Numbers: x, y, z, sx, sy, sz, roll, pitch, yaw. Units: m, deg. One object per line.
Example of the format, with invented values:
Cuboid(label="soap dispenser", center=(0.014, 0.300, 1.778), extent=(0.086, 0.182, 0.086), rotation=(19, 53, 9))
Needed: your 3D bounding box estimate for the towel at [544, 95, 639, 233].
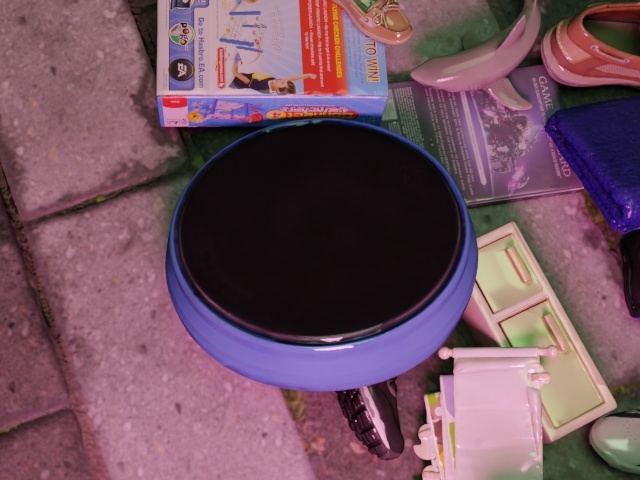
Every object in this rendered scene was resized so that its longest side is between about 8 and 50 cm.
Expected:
Cuboid(label="towel", center=(0.488, -0.115, 1.354), extent=(0.308, 0.076, 0.227), rotation=(-10, 45, -14))

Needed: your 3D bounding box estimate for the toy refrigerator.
Cuboid(label="toy refrigerator", center=(0.264, 0.121, 1.288), extent=(0.102, 0.094, 0.269), rotation=(-24, 77, -12))

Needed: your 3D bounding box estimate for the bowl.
Cuboid(label="bowl", center=(0.000, 0.000, 1.227), extent=(0.391, 0.077, 0.391), rotation=(-2, 51, 2))

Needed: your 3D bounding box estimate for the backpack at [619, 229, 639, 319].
Cuboid(label="backpack", center=(0.463, 0.049, 1.327), extent=(0.101, 0.098, 0.120), rotation=(8, 72, -6))

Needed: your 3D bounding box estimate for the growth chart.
Cuboid(label="growth chart", center=(0.201, 0.242, 1.230), extent=(0.172, 0.021, 0.237), rotation=(3, 87, 20))

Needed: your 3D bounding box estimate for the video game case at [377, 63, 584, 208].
Cuboid(label="video game case", center=(0.216, -0.143, 1.397), extent=(0.274, 0.026, 0.196), rotation=(-8, 75, -9))

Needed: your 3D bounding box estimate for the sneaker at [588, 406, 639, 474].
Cuboid(label="sneaker", center=(0.461, 0.222, 1.228), extent=(0.235, 0.153, 0.094), rotation=(6, 52, 8))

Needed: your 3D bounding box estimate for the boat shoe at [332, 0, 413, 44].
Cuboid(label="boat shoe", center=(0.060, -0.318, 1.311), extent=(0.056, 0.048, 0.153), rotation=(-41, 77, -19))

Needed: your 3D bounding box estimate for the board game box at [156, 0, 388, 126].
Cuboid(label="board game box", center=(-0.071, -0.308, 1.368), extent=(0.302, 0.086, 0.308), rotation=(0, 68, -6))

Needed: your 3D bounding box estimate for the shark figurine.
Cuboid(label="shark figurine", center=(0.267, -0.302, 1.387), extent=(0.166, 0.116, 0.278), rotation=(31, 69, 8))

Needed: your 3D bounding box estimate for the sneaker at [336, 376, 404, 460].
Cuboid(label="sneaker", center=(0.069, 0.131, 1.262), extent=(0.124, 0.107, 0.283), rotation=(-18, 76, -16))

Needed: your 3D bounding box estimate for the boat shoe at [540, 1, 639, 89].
Cuboid(label="boat shoe", center=(0.479, -0.281, 1.409), extent=(0.324, 0.116, 0.123), rotation=(-7, 75, -15))
